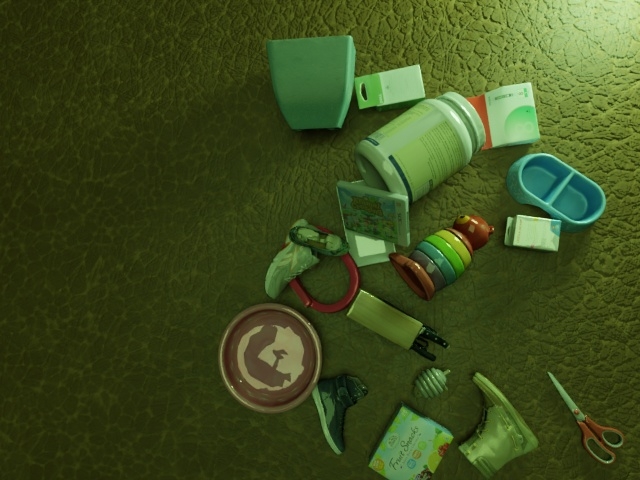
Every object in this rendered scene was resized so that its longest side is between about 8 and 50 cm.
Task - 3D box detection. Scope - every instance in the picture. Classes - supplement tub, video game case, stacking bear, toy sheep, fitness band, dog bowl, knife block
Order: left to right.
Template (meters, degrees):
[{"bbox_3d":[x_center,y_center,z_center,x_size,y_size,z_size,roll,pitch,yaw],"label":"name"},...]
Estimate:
[{"bbox_3d":[-0.001,0.091,1.473,0.209,0.054,0.291,-37,71,4],"label":"fitness band"},{"bbox_3d":[0.155,-0.076,1.364,0.212,0.193,0.023,18,55,27],"label":"video game case"},{"bbox_3d":[0.233,0.253,1.359,0.242,0.275,0.088,29,89,38],"label":"knife block"},{"bbox_3d":[0.288,-0.262,1.377,0.324,0.235,0.235,-34,82,-5],"label":"supplement tub"},{"bbox_3d":[0.333,0.427,1.406,0.132,0.091,0.091,-37,82,0],"label":"toy sheep"},{"bbox_3d":[0.379,0.031,1.398,0.289,0.175,0.164,-38,110,-7],"label":"stacking bear"},{"bbox_3d":[0.708,-0.148,1.407,0.297,0.074,0.166,37,91,9],"label":"dog bowl"}]

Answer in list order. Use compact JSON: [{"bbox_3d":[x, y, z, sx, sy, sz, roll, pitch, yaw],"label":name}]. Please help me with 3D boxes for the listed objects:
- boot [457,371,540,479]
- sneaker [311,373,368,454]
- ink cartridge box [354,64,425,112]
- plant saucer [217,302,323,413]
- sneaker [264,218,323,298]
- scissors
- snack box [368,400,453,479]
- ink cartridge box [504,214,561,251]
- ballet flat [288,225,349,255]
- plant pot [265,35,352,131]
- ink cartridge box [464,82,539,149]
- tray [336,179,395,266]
[{"bbox_3d":[0.479,0.543,1.376,0.203,0.095,0.262,-37,86,4],"label":"boot"},{"bbox_3d":[0.079,0.522,1.429,0.163,0.086,0.226,-19,82,8],"label":"sneaker"},{"bbox_3d":[0.220,-0.478,1.499,0.209,0.062,0.109,-9,84,7],"label":"ink cartridge box"},{"bbox_3d":[-0.151,0.361,1.466,0.332,0.084,0.332,-1,84,11],"label":"plant saucer"},{"bbox_3d":[-0.072,0.068,1.421,0.121,0.099,0.262,26,85,15],"label":"sneaker"},{"bbox_3d":[0.754,0.524,1.375,0.297,0.021,0.109,42,93,7],"label":"scissors"},{"bbox_3d":[0.267,0.622,1.406,0.174,0.070,0.207,30,89,8],"label":"snack box"},{"bbox_3d":[0.622,-0.019,1.399,0.143,0.090,0.092,9,87,9],"label":"ink cartridge box"},{"bbox_3d":[0.000,0.000,1.373,0.188,0.070,0.070,12,87,-9],"label":"ballet flat"},{"bbox_3d":[-0.018,-0.466,1.447,0.247,0.248,0.252,0,102,7],"label":"plant pot"},{"bbox_3d":[0.546,-0.380,1.457,0.224,0.056,0.181,-7,85,5],"label":"ink cartridge box"},{"bbox_3d":[0.145,-0.058,1.494,0.145,0.030,0.270,-11,84,5],"label":"tray"}]
